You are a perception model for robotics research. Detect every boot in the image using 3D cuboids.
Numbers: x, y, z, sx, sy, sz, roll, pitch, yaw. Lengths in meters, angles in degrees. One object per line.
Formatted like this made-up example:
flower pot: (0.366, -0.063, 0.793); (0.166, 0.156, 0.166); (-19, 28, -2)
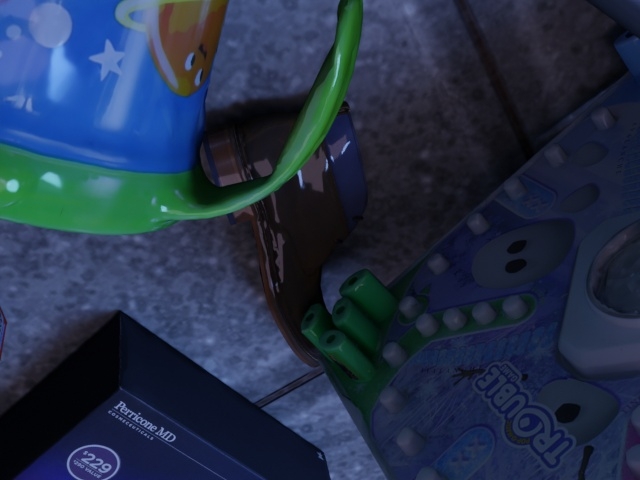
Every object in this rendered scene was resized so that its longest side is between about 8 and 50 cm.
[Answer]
boot: (0.000, 0.000, 0.636); (0.106, 0.082, 0.219); (-20, 122, 3)

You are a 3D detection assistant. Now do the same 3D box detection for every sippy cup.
sippy cup: (-0.141, -0.152, 0.435); (0.306, 0.240, 0.224); (14, 107, -31)

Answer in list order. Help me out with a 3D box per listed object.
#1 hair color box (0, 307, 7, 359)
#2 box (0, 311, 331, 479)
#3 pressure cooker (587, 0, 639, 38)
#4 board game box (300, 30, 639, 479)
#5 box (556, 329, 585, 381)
hair color box: (-0.296, 0.020, 0.598); (0.093, 0.053, 0.167); (-13, 125, -6)
box: (-0.136, 0.210, 0.729); (0.184, 0.103, 0.261); (-42, 121, 11)
pressure cooker: (0.205, -0.255, 0.335); (0.420, 0.369, 0.375); (28, 129, -18)
board game box: (0.184, 0.013, 0.465); (0.390, 0.390, 0.050); (-42, 116, 1)
box: (0.322, 0.065, 0.535); (0.313, 0.343, 0.179); (-10, 128, 23)
